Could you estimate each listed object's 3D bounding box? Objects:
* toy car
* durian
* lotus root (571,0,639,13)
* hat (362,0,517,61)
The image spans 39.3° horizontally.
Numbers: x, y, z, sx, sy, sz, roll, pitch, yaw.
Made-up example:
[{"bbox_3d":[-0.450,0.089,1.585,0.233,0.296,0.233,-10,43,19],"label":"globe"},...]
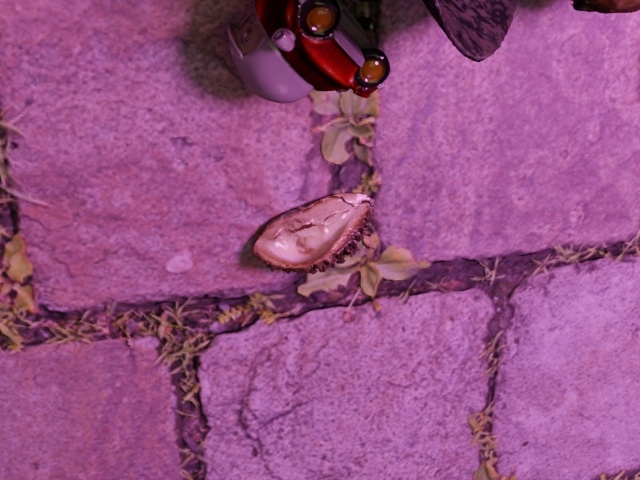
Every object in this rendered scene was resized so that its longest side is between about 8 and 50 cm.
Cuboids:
[{"bbox_3d":[-0.018,-0.163,0.748,0.112,0.112,0.139,-34,129,18],"label":"toy car"},{"bbox_3d":[-0.002,-0.001,0.865,0.130,0.052,0.066,-23,80,-9],"label":"durian"},{"bbox_3d":[0.227,-0.308,0.722,0.128,0.145,0.260,-30,123,-26],"label":"lotus root"},{"bbox_3d":[0.066,-0.257,0.696,0.128,0.265,0.266,-2,121,24],"label":"hat"}]
